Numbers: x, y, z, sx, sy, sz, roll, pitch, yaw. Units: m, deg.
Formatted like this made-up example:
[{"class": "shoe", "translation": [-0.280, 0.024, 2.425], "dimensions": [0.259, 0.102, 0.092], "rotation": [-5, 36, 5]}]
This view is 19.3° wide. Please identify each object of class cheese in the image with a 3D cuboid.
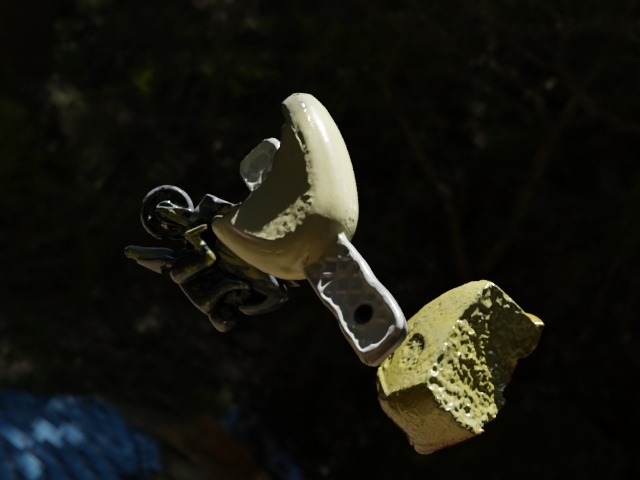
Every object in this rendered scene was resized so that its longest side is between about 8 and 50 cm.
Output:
[{"class": "cheese", "translation": [0.000, 0.000, 1.395], "dimensions": [0.050, 0.127, 0.235], "rotation": [35, 14, -50]}]

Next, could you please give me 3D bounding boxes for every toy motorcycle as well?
[{"class": "toy motorcycle", "translation": [-0.095, 0.024, 1.825], "dimensions": [0.193, 0.124, 0.061], "rotation": [16, -2, 8]}]

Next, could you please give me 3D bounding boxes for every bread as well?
[{"class": "bread", "translation": [0.111, 0.110, 1.642], "dimensions": [0.086, 0.156, 0.125], "rotation": [45, -28, -24]}]
